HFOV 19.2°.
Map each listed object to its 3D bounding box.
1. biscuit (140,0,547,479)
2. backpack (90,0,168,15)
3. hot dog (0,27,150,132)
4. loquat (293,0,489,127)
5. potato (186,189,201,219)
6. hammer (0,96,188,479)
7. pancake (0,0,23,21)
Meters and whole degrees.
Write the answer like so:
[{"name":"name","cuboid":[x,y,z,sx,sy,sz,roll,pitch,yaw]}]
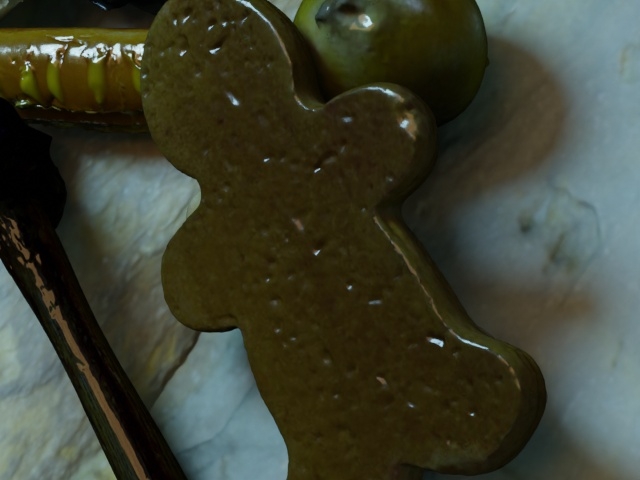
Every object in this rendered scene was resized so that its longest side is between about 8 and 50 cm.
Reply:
[{"name":"biscuit","cuboid":[0.001,0.000,1.390,0.283,0.064,0.432,-39,72,34]},{"name":"backpack","cuboid":[-0.118,-0.306,1.623,0.258,0.133,0.206,-46,56,10]},{"name":"hot dog","cuboid":[-0.194,-0.133,1.584,0.269,0.115,0.072,1,75,22]},{"name":"loquat","cuboid":[0.049,-0.151,1.442,0.152,0.195,0.152,-2,82,15]},{"name":"potato","cuboid":[-0.067,-0.025,1.519,0.068,0.062,0.083,38,114,3]},{"name":"hammer","cuboid":[-0.189,0.067,1.481,0.095,0.242,0.409,-31,78,0]},{"name":"pancake","cuboid":[-0.280,-0.335,1.674,0.382,0.071,0.382,-28,48,36]}]
